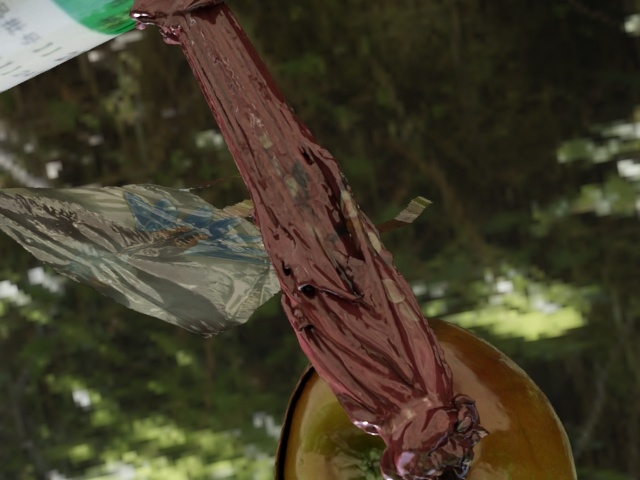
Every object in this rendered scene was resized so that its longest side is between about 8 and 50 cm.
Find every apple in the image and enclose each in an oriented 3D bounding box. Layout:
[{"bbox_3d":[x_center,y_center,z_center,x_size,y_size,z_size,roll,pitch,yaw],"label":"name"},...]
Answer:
[{"bbox_3d":[0.074,0.170,1.372,0.237,0.237,0.207,-6,169,24],"label":"apple"}]

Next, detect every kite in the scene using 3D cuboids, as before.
[{"bbox_3d":[-0.042,-0.005,1.074,0.169,0.015,0.310,29,-155,31],"label":"kite"}]

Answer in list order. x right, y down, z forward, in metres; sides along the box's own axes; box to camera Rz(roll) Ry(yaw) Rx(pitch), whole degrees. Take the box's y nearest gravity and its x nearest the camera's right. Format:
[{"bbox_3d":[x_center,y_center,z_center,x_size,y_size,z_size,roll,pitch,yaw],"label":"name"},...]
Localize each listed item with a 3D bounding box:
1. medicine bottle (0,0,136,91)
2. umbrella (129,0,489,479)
[{"bbox_3d":[-0.037,-0.118,0.525,0.260,0.095,0.095,-23,-174,22],"label":"medicine bottle"},{"bbox_3d":[0.000,0.000,0.388,0.027,0.165,0.025,-41,150,21],"label":"umbrella"}]
